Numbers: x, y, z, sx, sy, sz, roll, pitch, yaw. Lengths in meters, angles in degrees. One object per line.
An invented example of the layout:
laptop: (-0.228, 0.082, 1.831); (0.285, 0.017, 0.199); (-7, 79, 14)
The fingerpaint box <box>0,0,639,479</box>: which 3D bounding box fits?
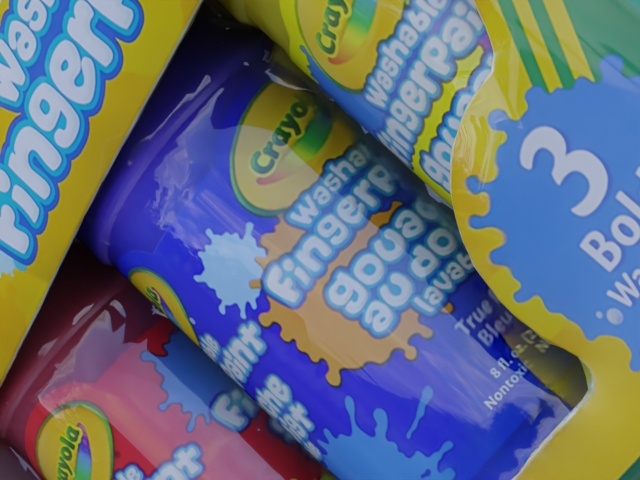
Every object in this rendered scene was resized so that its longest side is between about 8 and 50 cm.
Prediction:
fingerpaint box: (0.000, 0.000, 0.758); (0.163, 0.371, 0.445); (-34, -17, -48)
